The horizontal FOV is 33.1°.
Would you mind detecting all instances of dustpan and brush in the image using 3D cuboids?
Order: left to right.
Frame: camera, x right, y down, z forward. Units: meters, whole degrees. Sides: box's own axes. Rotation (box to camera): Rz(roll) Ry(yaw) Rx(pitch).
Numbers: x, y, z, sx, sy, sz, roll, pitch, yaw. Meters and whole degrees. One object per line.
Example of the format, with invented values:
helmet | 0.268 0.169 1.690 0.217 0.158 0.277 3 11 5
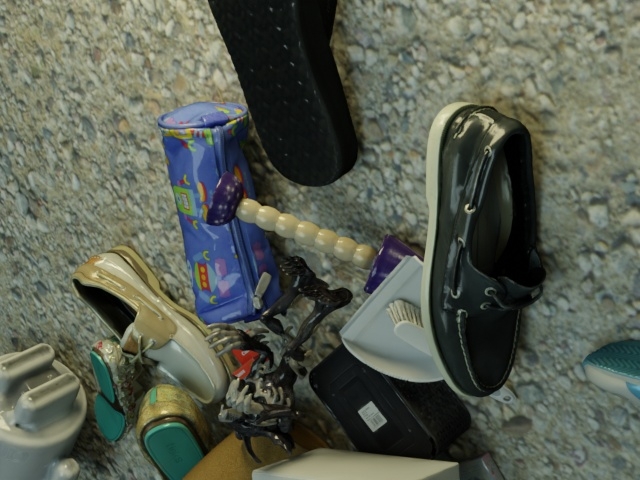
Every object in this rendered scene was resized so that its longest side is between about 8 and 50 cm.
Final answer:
dustpan and brush | 0.147 0.129 1.278 0.211 0.060 0.147 31 113 -19

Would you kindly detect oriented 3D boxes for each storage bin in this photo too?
storage bin | 0.086 0.203 1.367 0.180 0.084 0.122 53 133 10

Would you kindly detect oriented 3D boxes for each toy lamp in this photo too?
toy lamp | 0.000 0.000 1.304 0.275 0.080 0.080 22 124 6

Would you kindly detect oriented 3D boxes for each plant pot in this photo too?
plant pot | -0.097 0.371 1.495 0.237 0.237 0.254 34 94 24

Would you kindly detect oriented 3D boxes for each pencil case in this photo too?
pencil case | -0.127 -0.031 1.417 0.133 0.119 0.306 16 121 58

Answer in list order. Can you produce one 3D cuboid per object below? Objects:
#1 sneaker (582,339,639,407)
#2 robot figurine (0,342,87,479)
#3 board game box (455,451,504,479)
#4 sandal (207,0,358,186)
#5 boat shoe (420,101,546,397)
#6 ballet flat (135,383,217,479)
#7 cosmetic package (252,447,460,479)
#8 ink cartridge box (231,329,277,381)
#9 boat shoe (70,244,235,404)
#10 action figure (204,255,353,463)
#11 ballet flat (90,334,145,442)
sneaker | 0.376 0.170 1.108 0.229 0.087 0.092 18 121 36
robot figurine | -0.526 0.332 1.859 0.300 0.200 0.353 47 132 21
board game box | 0.199 0.322 1.367 0.090 0.020 0.090 -31 88 44
sandal | -0.044 -0.278 1.267 0.168 0.107 0.445 13 129 36
boat shoe | 0.191 0.022 1.171 0.113 0.127 0.339 13 108 49
ballet flat | -0.191 0.352 1.637 0.123 0.123 0.348 14 137 36
cosmetic package | 0.050 0.380 1.296 0.224 0.138 0.224 -3 94 41
ink cartridge box | -0.094 0.192 1.551 0.115 0.029 0.063 55 133 7
boat shoe | -0.256 0.140 1.613 0.302 0.103 0.113 43 131 18
action figure | -0.073 0.157 1.349 0.164 0.141 0.275 48 119 48
ballet flat | -0.316 0.236 1.717 0.091 0.077 0.241 40 144 25
